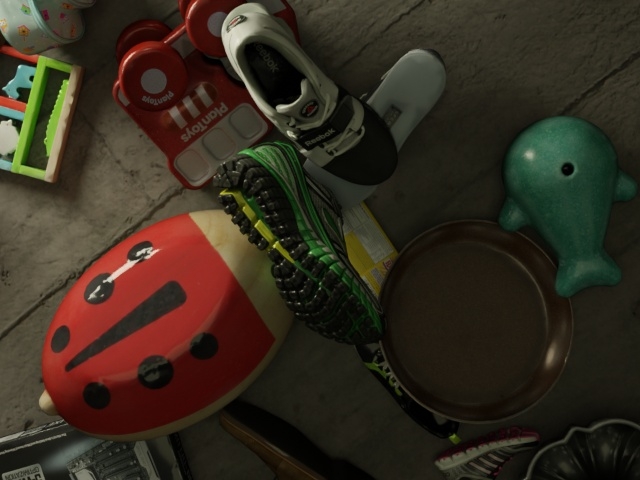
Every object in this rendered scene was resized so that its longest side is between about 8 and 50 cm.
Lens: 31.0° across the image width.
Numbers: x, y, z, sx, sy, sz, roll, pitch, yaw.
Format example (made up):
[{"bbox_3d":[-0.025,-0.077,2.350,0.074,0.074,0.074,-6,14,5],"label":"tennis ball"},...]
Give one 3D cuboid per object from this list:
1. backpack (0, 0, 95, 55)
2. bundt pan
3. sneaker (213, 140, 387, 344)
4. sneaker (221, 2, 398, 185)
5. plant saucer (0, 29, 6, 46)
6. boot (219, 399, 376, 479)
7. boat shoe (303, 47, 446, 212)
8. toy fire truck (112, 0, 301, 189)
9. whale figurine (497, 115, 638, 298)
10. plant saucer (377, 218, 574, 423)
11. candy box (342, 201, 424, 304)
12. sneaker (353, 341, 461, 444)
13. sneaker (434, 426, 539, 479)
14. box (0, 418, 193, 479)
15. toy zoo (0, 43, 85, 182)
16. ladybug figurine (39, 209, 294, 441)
[{"bbox_3d":[-0.423,-0.378,1.735,0.144,0.166,0.188,-9,97,14],"label":"backpack"},{"bbox_3d":[0.447,0.423,1.782,0.330,0.124,0.331,0,95,3],"label":"bundt pan"},{"bbox_3d":[0.000,0.000,1.679,0.134,0.146,0.344,-25,99,48],"label":"sneaker"},{"bbox_3d":[-0.016,-0.179,1.619,0.122,0.146,0.330,-43,110,14],"label":"sneaker"},{"bbox_3d":[-0.568,-0.371,1.788,0.198,0.036,0.199,0,83,-1],"label":"plant saucer"},{"bbox_3d":[-0.048,0.368,1.819,0.305,0.112,0.115,36,107,-3],"label":"boot"},{"bbox_3d":[0.077,-0.169,1.755,0.113,0.105,0.306,34,107,-4],"label":"boat shoe"},{"bbox_3d":[-0.156,-0.251,1.751,0.302,0.169,0.254,-38,117,6],"label":"toy fire truck"},{"bbox_3d":[0.373,-0.053,1.725,0.216,0.141,0.272,-13,88,3],"label":"whale figurine"},{"bbox_3d":[0.232,0.124,1.766,0.310,0.050,0.311,2,80,-10],"label":"plant saucer"},{"bbox_3d":[0.061,0.024,1.797,0.105,0.027,0.206,-33,87,-9],"label":"candy box"},{"bbox_3d":[0.143,0.217,1.792,0.084,0.097,0.235,-44,92,6],"label":"sneaker"},{"bbox_3d":[0.269,0.348,1.817,0.170,0.063,0.075,-21,94,10],"label":"sneaker"},{"bbox_3d":[-0.363,0.398,1.848,0.307,0.076,0.243,-16,94,4],"label":"box"},{"bbox_3d":[-0.536,-0.221,1.823,0.293,0.030,0.192,17,96,2],"label":"toy zoo"},{"bbox_3d":[-0.238,0.123,1.737,0.449,0.162,0.305,-39,75,-3],"label":"ladybug figurine"}]
